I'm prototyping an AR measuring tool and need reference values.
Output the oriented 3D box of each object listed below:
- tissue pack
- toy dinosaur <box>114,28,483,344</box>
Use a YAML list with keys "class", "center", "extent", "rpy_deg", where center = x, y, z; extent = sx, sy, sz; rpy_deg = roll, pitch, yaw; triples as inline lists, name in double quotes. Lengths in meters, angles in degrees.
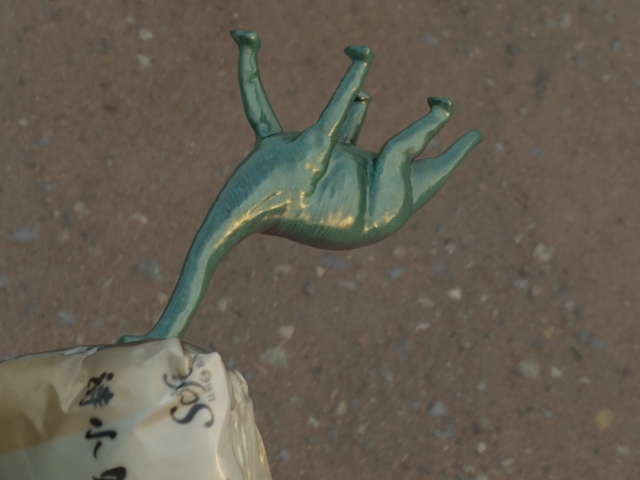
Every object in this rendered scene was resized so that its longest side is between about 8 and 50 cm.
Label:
- class: "tissue pack"
  center: [-0.181, 0.243, 0.969]
  extent: [0.195, 0.390, 0.376]
  rpy_deg: [-44, 120, -54]
- class: "toy dinosaur"
  center: [0.000, 0.000, 1.144]
  extent: [0.383, 0.129, 0.331]
  rpy_deg: [20, 80, -41]
